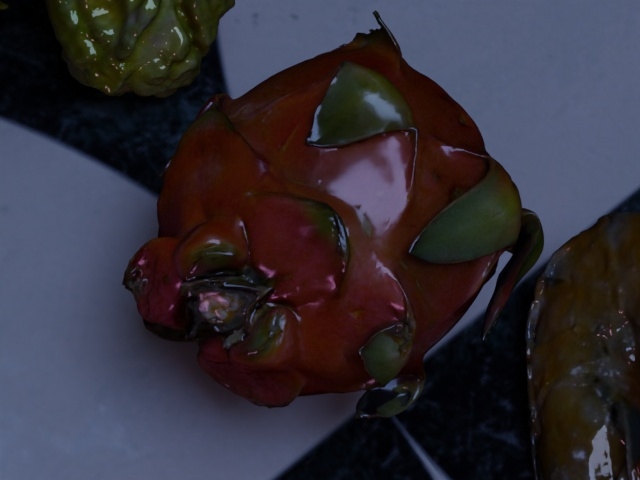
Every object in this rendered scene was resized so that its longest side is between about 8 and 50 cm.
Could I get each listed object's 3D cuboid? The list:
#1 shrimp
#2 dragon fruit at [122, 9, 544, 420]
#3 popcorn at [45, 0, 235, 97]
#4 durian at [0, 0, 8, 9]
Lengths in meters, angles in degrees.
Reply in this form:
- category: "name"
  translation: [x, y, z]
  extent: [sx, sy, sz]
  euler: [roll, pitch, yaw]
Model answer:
- category: "shrimp"
  translation: [0.196, 0.135, 1.078]
  extent: [0.062, 0.164, 0.317]
  euler: [12, 75, -36]
- category: "dragon fruit"
  translation: [0.004, -0.002, 1.023]
  extent: [0.224, 0.224, 0.227]
  euler: [36, 65, -5]
- category: "popcorn"
  translation: [-0.119, -0.160, 1.087]
  extent: [0.126, 0.126, 0.145]
  euler: [-14, 63, -33]
- category: "durian"
  translation: [-0.278, -0.236, 1.011]
  extent: [0.351, 0.169, 0.158]
  euler: [23, 82, 14]
